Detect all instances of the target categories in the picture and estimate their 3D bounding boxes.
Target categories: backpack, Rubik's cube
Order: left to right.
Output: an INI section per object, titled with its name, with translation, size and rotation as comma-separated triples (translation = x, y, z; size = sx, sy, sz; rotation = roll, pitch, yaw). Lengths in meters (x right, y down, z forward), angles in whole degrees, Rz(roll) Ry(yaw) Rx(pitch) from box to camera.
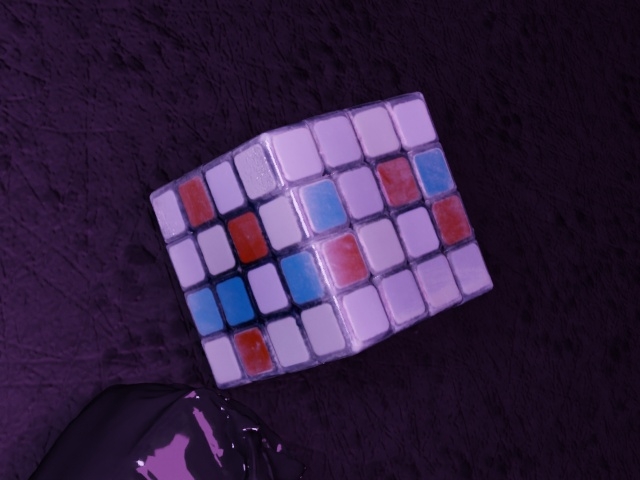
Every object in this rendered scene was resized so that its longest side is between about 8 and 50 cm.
[backpack]
translation = -0.105, 0.372, 1.195
size = 0.446, 0.255, 0.363
rotation = 47, 59, -22
[Rubik's cube]
translation = 0.000, 0.001, 1.383
size = 0.259, 0.256, 0.253
rotation = -22, 90, -42
